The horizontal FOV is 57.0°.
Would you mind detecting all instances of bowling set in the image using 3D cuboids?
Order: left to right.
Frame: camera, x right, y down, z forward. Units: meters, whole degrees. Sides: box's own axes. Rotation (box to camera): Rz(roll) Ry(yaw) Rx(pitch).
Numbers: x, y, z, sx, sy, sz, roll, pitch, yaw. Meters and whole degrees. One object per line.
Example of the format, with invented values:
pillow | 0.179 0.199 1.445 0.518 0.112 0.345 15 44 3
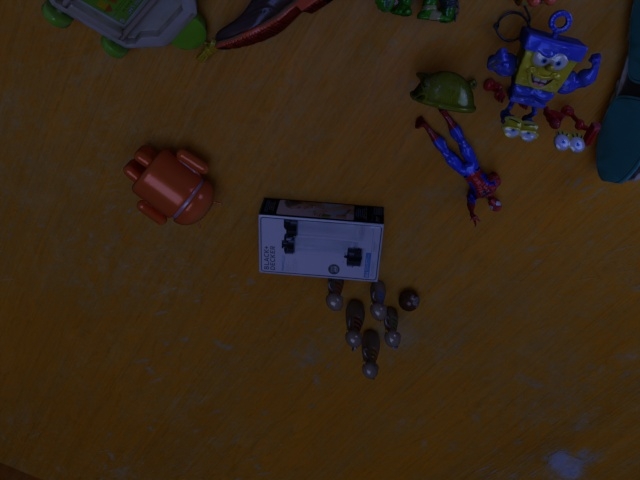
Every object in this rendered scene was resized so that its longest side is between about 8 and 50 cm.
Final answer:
bowling set | 0.145 0.189 1.469 0.200 0.154 0.287 -23 117 19

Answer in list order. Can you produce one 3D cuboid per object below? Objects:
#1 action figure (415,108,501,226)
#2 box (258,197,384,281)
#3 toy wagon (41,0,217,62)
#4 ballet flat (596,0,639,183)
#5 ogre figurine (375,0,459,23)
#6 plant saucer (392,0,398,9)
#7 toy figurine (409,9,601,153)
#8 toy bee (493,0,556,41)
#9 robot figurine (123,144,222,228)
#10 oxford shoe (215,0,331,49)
action figure | 0.314 -0.147 1.256 0.091 0.139 0.280 -33 116 24
box | 0.000 0.000 1.403 0.290 0.087 0.169 6 122 2
toy wagon | -0.345 -0.456 1.115 0.267 0.068 0.344 -29 143 36
ballet flat | 0.652 -0.296 1.134 0.147 0.147 0.408 2 122 5
ogre figurine | 0.184 -0.465 1.069 0.197 0.097 0.118 0 110 -20
plant saucer | 0.142 -0.483 1.129 0.084 0.013 0.083 3 123 4
toy figurine | 0.369 -0.329 1.082 0.363 0.191 0.217 14 131 -1
toy bee | 0.374 -0.472 1.003 0.195 0.162 0.298 -22 126 17
robot figurine | -0.336 -0.119 1.339 0.219 0.158 0.128 38 158 -17
oxford shoe | -0.095 -0.457 1.136 0.272 0.097 0.098 -25 99 13
